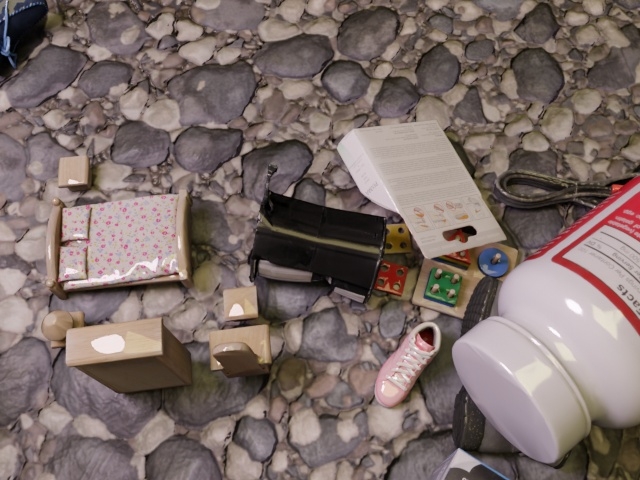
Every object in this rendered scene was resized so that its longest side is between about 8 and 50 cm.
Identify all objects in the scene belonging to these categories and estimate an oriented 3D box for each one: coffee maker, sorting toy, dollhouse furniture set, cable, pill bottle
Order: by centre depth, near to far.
[{"bbox_3d":[0.369,0.075,0.937,0.407,0.229,0.229,-34,73,-14],"label":"pill bottle"},{"bbox_3d":[-0.231,0.005,1.034,0.303,0.174,0.356,-7,68,2],"label":"dollhouse furniture set"},{"bbox_3d":[0.000,0.000,1.074,0.178,0.171,0.120,11,58,0],"label":"coffee maker"},{"bbox_3d":[0.207,0.044,1.137,0.274,0.046,0.132,18,67,4],"label":"sorting toy"},{"bbox_3d":[0.418,-0.078,1.189,0.287,0.072,0.140,20,62,5],"label":"cable"}]

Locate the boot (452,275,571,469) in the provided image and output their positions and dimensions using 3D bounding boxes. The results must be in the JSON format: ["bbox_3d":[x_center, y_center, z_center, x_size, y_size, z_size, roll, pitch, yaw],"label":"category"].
[{"bbox_3d":[0.273,0.178,1.057,0.161,0.083,0.247,7,87,-4],"label":"boot"}]

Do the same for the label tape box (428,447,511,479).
[{"bbox_3d":[0.164,0.436,0.801,0.249,0.115,0.348,31,60,8],"label":"label tape box"}]

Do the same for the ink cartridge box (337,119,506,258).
[{"bbox_3d":[0.150,-0.071,1.142,0.180,0.056,0.225,-12,67,-38],"label":"ink cartridge box"}]

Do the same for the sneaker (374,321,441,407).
[{"bbox_3d":[0.122,0.166,1.068,0.051,0.070,0.134,35,70,9],"label":"sneaker"}]

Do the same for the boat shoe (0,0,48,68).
[{"bbox_3d":[-0.528,-0.293,1.215,0.258,0.109,0.089,-37,81,0],"label":"boat shoe"}]
